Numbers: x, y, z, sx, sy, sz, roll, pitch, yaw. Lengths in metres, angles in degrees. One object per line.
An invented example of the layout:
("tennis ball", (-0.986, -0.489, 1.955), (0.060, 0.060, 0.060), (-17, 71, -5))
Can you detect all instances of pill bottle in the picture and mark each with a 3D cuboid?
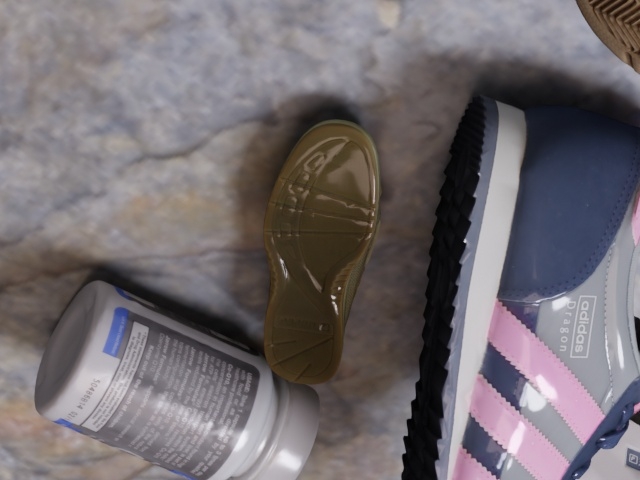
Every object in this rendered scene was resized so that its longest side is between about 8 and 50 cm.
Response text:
("pill bottle", (-0.074, 0.082, 1.038), (0.137, 0.078, 0.078), (26, 124, -20))

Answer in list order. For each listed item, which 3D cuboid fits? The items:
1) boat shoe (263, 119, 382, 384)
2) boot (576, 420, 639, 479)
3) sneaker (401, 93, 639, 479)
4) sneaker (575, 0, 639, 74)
("boat shoe", (0.002, 0.001, 1.003), (0.056, 0.048, 0.153), (9, 123, 7))
("boot", (0.146, 0.134, 1.096), (0.190, 0.069, 0.086), (27, 143, -8))
("sneaker", (0.112, 0.092, 0.979), (0.131, 0.112, 0.319), (6, 108, -7))
("sneaker", (0.264, -0.122, 0.881), (0.282, 0.153, 0.099), (16, 137, 26))
